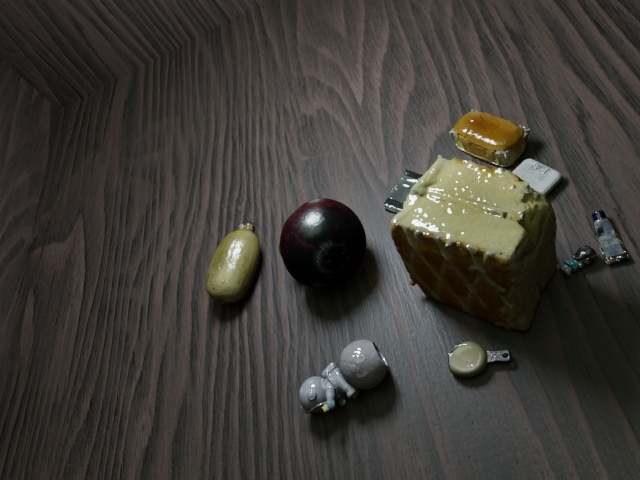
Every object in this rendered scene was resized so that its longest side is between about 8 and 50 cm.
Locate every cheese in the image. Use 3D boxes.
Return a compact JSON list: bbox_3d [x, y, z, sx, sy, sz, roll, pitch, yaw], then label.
[{"bbox_3d":[0.432,0.319,1.513,0.171,0.047,0.092,-26,53,11],"label":"cheese"}]

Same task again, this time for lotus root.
[{"bbox_3d":[-0.311,0.070,2.011,0.169,0.151,0.343,3,64,30],"label":"lotus root"}]

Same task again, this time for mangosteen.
[{"bbox_3d":[0.004,-0.001,1.811,0.300,0.300,0.301,-14,54,20],"label":"mangosteen"}]

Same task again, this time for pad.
[{"bbox_3d":[0.348,-0.151,1.891,0.233,0.022,0.174,21,70,35],"label":"pad"}]

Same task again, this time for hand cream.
[{"bbox_3d":[0.806,-0.009,1.541,0.062,0.039,0.163,-16,59,16],"label":"hand cream"}]

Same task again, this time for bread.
[{"bbox_3d":[0.566,-0.350,1.849,0.136,0.107,0.241,-46,50,-9],"label":"bread"},{"bbox_3d":[0.426,0.014,1.513,0.371,0.390,0.279,22,64,39],"label":"bread"}]

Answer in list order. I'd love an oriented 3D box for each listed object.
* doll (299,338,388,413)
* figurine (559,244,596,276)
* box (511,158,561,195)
[{"bbox_3d":[0.056,0.406,1.601,0.287,0.151,0.151,-35,49,8],"label":"doll"},{"bbox_3d":[0.720,0.055,1.538,0.106,0.047,0.060,-40,7,6],"label":"figurine"},{"bbox_3d":[0.608,-0.134,1.723,0.285,0.044,0.142,-44,47,-4],"label":"box"}]
